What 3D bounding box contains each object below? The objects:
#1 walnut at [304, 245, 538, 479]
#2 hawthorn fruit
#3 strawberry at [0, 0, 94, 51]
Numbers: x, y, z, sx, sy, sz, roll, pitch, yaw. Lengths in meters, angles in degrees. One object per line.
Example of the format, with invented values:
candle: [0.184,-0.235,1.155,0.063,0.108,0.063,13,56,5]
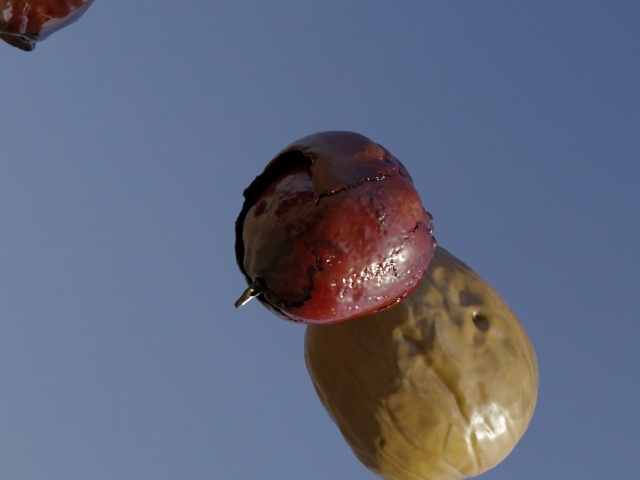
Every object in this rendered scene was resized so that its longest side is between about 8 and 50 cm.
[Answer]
walnut: [0.085,0.105,1.316,0.221,0.195,0.195,51,-27,-4]
hawthorn fruit: [0.000,0.000,1.139,0.148,0.172,0.148,48,-17,20]
strawberry: [-0.241,-0.310,1.172,0.306,0.233,0.137,-58,-148,15]
